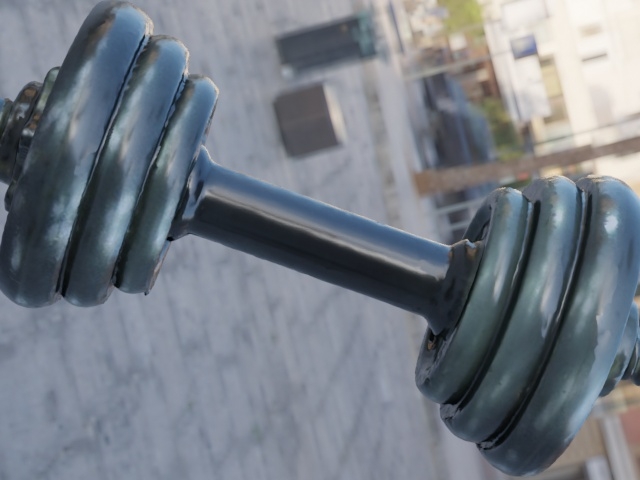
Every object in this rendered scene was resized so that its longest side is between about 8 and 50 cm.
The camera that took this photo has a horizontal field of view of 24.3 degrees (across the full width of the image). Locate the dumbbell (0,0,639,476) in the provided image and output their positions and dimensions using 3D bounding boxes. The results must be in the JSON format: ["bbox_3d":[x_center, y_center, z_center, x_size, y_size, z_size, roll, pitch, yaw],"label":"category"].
[{"bbox_3d":[0.000,0.000,0.812,0.179,0.406,0.179,-160,-90,-87],"label":"dumbbell"}]
